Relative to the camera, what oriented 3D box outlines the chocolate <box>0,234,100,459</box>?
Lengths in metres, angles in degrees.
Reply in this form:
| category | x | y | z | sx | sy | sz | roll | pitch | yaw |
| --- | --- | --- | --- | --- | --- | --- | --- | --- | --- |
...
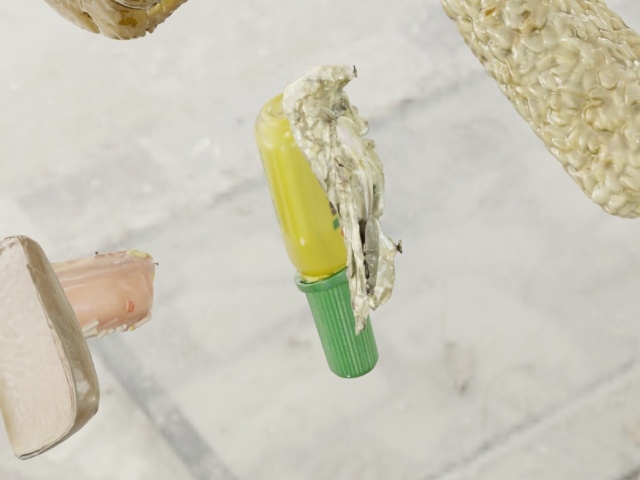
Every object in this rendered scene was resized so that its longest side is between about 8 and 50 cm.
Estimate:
| category | x | y | z | sx | sy | sz | roll | pitch | yaw |
| --- | --- | --- | --- | --- | --- | --- | --- | --- | --- |
| chocolate | -0.133 | 0.049 | 0.833 | 0.031 | 0.064 | 0.100 | -5 | 67 | -49 |

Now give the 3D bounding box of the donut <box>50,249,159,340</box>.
| category | x | y | z | sx | sy | sz | roll | pitch | yaw |
| --- | --- | --- | --- | --- | --- | --- | --- | --- | --- |
| donut | -0.267 | 0.069 | 1.872 | 0.199 | 0.233 | 0.085 | -12 | 86 | -23 |

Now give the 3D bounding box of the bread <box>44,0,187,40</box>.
| category | x | y | z | sx | sy | sz | roll | pitch | yaw |
| --- | --- | --- | --- | --- | --- | --- | --- | --- | --- |
| bread | -0.107 | -0.153 | 0.783 | 0.140 | 0.128 | 0.069 | 40 | 74 | 7 |

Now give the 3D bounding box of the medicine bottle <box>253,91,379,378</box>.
| category | x | y | z | sx | sy | sz | roll | pitch | yaw |
| --- | --- | --- | --- | --- | --- | --- | --- | --- | --- |
| medicine bottle | 0.000 | 0.000 | 1.776 | 0.076 | 0.309 | 0.111 | -5 | 28 | 16 |

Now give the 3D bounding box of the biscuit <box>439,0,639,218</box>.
| category | x | y | z | sx | sy | sz | roll | pitch | yaw |
| --- | --- | --- | --- | --- | --- | --- | --- | --- | --- |
| biscuit | 0.133 | -0.087 | 0.919 | 0.168 | 0.070 | 0.082 | 50 | 21 | 13 |

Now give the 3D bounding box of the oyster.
| category | x | y | z | sx | sy | sz | roll | pitch | yaw |
| --- | --- | --- | --- | --- | --- | --- | --- | --- | --- |
| oyster | 0.019 | -0.028 | 1.325 | 0.061 | 0.199 | 0.106 | -6 | 0 | 16 |
